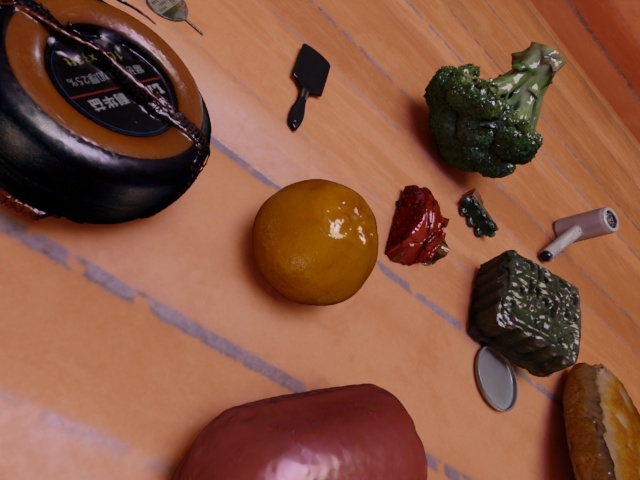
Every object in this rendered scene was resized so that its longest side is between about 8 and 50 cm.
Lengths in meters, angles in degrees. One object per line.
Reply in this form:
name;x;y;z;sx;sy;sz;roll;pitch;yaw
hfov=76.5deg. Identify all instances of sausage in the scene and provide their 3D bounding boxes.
sausage;-0.005;0.209;0.379;0.255;0.148;0.148;9;64;-35

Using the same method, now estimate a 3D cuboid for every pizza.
pizza;0.559;0.477;0.717;0.406;0.130;0.440;51;37;-9

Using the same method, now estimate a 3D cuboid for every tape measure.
tape measure;-0.214;-0.121;0.377;0.222;0.135;0.202;51;38;-11

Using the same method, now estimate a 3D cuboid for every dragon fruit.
dragon fruit;0.183;-0.022;0.683;0.106;0.083;0.162;39;48;-21

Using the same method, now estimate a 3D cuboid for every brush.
brush;-0.025;-0.250;0.665;0.063;0.016;0.193;30;53;-24

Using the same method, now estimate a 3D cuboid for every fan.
fan;-0.202;-0.327;0.568;0.080;0.003;0.060;11;64;-34

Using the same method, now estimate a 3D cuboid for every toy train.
toy train;0.330;-0.054;0.842;0.103;0.044;0.064;52;37;-7

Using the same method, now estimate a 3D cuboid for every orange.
orange;0.000;0.000;0.485;0.159;0.136;0.158;20;57;-34

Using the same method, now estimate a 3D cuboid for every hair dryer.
hair dryer;0.623;-0.010;1.013;0.237;0.131;0.073;-23;88;-29

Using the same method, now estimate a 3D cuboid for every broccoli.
broccoli;0.345;-0.259;0.800;0.270;0.270;0.270;35;23;-17

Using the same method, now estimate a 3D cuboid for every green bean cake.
green bean cake;0.370;0.124;0.720;0.182;0.094;0.173;32;54;-4

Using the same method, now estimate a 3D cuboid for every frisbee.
frisbee;0.302;0.236;0.698;0.110;0.014;0.110;17;60;-31
